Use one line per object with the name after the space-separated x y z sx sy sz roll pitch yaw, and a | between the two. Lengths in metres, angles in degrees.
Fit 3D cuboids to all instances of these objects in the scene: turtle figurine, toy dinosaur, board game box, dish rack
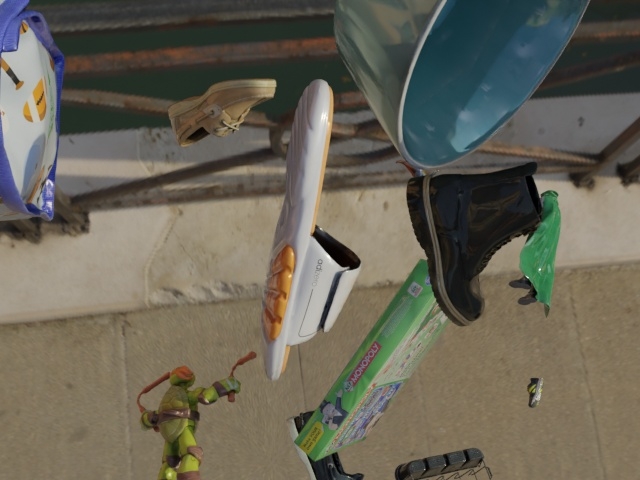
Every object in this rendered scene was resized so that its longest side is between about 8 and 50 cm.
-0.203 0.277 1.202 0.269 0.087 0.218 -23 58 30 | turtle figurine
0.198 -0.121 1.522 0.090 0.047 0.082 0 114 24 | toy dinosaur
0.104 0.174 1.174 0.046 0.213 0.317 38 99 22 | board game box
0.297 0.585 1.695 0.208 0.074 0.272 -6 59 -19 | dish rack

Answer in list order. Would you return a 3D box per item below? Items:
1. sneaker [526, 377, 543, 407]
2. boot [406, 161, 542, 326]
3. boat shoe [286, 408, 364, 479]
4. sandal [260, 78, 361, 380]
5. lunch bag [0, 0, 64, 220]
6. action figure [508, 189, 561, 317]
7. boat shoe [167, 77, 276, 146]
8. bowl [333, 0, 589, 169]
0.520 0.372 1.933 0.035 0.031 0.083 7 50 34 | sneaker
0.185 0.010 0.857 0.136 0.198 0.077 -9 38 25 | boot
0.041 0.537 1.786 0.113 0.127 0.340 -27 71 1 | boat shoe
0.001 0.003 0.660 0.076 0.102 0.265 8 111 -10 | sandal
-0.410 -0.133 0.697 0.327 0.385 0.239 2 93 -11 | lunch bag
0.378 0.001 1.364 0.063 0.137 0.232 -1 48 33 | action figure
-0.223 -0.297 1.839 0.121 0.341 0.110 -9 89 -45 | boat shoe
0.132 -0.246 0.819 0.311 0.312 0.163 -41 64 -13 | bowl
